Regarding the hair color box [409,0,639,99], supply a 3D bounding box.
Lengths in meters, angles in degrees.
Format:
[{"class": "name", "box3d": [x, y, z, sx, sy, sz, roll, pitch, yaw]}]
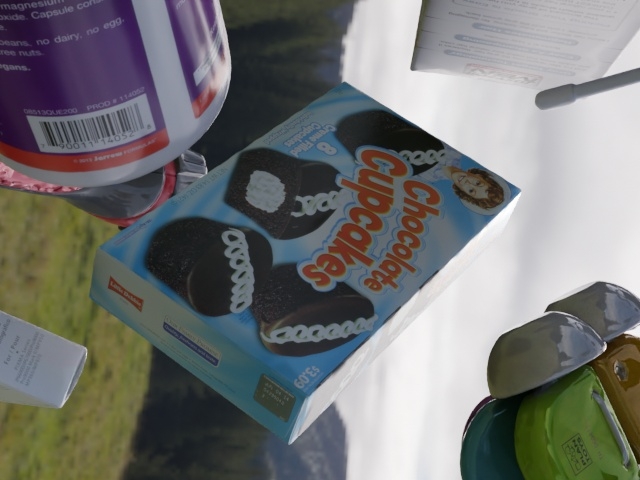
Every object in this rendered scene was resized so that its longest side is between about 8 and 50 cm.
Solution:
[{"class": "hair color box", "box3d": [0.192, -0.239, 1.113, 0.374, 0.185, 0.113, 96, 5, -80]}]

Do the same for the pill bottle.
[{"class": "pill bottle", "box3d": [-0.162, -0.191, 0.752, 0.323, 0.182, 0.181, 82, 9, -53]}]

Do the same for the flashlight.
[{"class": "flashlight", "box3d": [-0.225, -0.067, 1.082, 0.103, 0.103, 0.304, -51, 151, 16]}]

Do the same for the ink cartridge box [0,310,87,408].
[{"class": "ink cartridge box", "box3d": [-0.320, 0.060, 0.959, 0.189, 0.232, 0.066, -4, -122, 51]}]

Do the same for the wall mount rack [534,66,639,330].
[{"class": "wall mount rack", "box3d": [0.319, -0.053, 0.986, 0.304, 0.131, 0.350, 161, -84, -68]}]

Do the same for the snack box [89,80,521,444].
[{"class": "snack box", "box3d": [0.000, 0.000, 0.985, 0.322, 0.187, 0.060, -40, 157, -45]}]

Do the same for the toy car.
[{"class": "toy car", "box3d": [0.155, 0.123, 0.813, 0.182, 0.136, 0.159, -23, 87, -54]}]
